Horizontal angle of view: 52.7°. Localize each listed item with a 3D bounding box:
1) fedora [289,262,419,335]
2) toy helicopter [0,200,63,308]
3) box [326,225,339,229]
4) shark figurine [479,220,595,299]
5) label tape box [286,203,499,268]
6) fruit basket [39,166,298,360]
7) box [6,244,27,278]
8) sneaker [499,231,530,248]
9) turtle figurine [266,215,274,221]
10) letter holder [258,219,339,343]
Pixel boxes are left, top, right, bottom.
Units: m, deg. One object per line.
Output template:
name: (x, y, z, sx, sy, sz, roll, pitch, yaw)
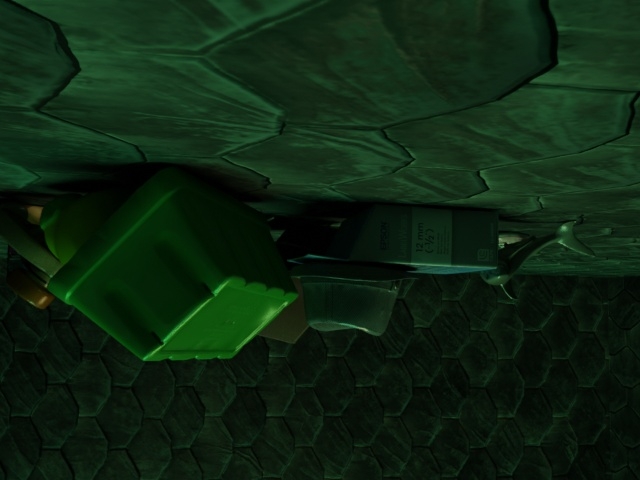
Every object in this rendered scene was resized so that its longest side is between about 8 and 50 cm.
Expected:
fedora: (0.059, 0.113, 1.213, 0.243, 0.124, 0.275, 2, 174, 17)
toy helicopter: (-0.537, 0.011, 1.252, 0.235, 0.140, 0.355, 39, 171, 2)
box: (0.000, 0.000, 1.584, 0.059, 0.054, 0.169, 4, 174, -28)
shark figurine: (0.405, 0.055, 1.304, 0.278, 0.116, 0.166, -21, -177, -29)
label tape box: (0.127, -0.001, 1.239, 0.347, 0.115, 0.249, 5, 174, -11)
fruit basket: (-0.257, 0.009, 1.010, 0.283, 0.392, 0.392, -43, 168, 6)
box: (-0.634, 0.029, 1.616, 0.247, 0.142, 0.163, 0, 176, 29)
sneaker: (0.460, 0.017, 1.555, 0.134, 0.070, 0.051, 7, 174, -40)
turtle figurine: (-0.254, -0.009, 1.311, 0.266, 0.275, 0.198, 21, -154, 22)
letter holder: (-0.100, 0.090, 1.475, 0.214, 0.152, 0.302, 15, 144, -16)
